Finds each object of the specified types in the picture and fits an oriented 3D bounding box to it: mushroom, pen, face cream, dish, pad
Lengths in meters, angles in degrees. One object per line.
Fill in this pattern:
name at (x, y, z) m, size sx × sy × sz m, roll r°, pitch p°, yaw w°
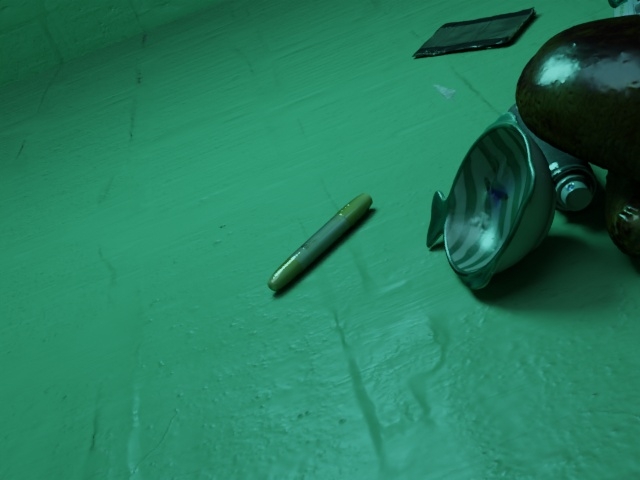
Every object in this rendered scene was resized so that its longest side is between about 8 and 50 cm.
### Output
mushroom at (0.417, -0.155, 0.994) m, size 0.239 × 0.345 × 0.345 m, roll -50°, pitch 5°, yaw 42°
pen at (0.000, 0.000, 1.235) m, size 0.233 × 0.032 × 0.040 m, roll -42°, pitch 10°, yaw -32°
face cream at (0.320, -0.118, 1.171) m, size 0.073 × 0.073 × 0.283 m, roll -17°, pitch 28°, yaw 9°
dish at (0.225, -0.039, 1.049) m, size 0.246 × 0.078 × 0.224 m, roll 158°, pitch 124°, yaw -68°
pad at (0.330, -0.444, 1.805) m, size 0.233 × 0.022 × 0.174 m, roll 0°, pitch 35°, yaw 37°

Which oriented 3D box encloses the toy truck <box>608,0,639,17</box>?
toy truck at (0.572, -0.383, 1.381) m, size 0.178 × 0.176 × 0.363 m, roll -19°, pitch 26°, yaw 25°
